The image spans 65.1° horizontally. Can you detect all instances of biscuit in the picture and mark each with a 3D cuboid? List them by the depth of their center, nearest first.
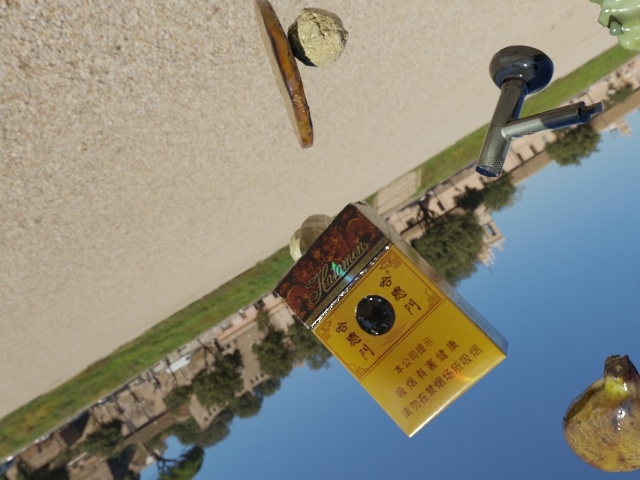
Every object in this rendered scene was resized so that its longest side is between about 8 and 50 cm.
[{"bbox_3d":[-0.073,-0.349,1.066,0.040,0.318,0.318,-19,179,-2],"label":"biscuit"}]

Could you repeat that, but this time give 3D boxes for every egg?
[{"bbox_3d":[-0.006,-0.407,1.002,0.118,0.116,0.140,-8,-152,35],"label":"egg"}]

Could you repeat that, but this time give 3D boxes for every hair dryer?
[{"bbox_3d":[0.522,-0.311,1.179,0.284,0.155,0.321,-4,-118,41],"label":"hair dryer"}]

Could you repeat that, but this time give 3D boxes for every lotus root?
[{"bbox_3d":[0.345,0.206,0.588,0.108,0.191,0.095,-7,-131,15],"label":"lotus root"}]

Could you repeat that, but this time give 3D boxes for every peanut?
[{"bbox_3d":[0.000,0.000,1.331,0.120,0.136,0.298,-46,-175,15],"label":"peanut"}]

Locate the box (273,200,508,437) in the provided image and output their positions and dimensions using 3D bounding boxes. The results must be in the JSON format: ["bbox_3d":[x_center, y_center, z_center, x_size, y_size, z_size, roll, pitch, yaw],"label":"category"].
[{"bbox_3d":[0.132,0.149,1.023,0.264,0.415,0.115,-48,167,20],"label":"box"}]

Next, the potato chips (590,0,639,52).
[{"bbox_3d":[0.617,-0.472,0.782,0.097,0.389,0.373,-59,159,-53],"label":"potato chips"}]
